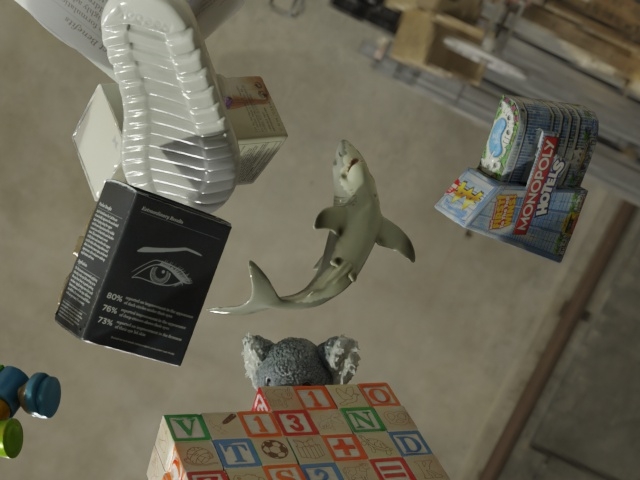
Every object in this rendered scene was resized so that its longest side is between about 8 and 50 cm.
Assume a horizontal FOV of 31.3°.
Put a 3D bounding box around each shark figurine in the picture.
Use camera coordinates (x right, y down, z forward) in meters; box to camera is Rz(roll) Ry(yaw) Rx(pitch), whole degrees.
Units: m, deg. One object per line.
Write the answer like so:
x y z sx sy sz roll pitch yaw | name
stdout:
-0.001 0.028 1.408 0.166 0.278 0.116 46 148 -13 | shark figurine

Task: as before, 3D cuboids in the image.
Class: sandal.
-0.189 -0.187 1.551 0.169 0.102 0.416 6 141 5 | sandal

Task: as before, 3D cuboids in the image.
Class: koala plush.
-0.034 0.232 1.557 0.196 0.221 0.203 -3 -177 18 | koala plush

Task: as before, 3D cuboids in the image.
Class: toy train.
-0.421 0.238 1.359 0.143 0.105 0.248 0 -148 18 | toy train

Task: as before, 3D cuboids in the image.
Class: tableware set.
-0.377 0.029 1.796 0.020 0.141 0.168 19 -153 -7 | tableware set

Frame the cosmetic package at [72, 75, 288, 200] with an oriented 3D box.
-0.223 -0.166 1.826 0.296 0.153 0.129 -9 -115 -38 | cosmetic package

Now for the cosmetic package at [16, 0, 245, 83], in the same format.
-0.236 -0.493 1.626 0.329 0.393 0.327 39 -135 -2 | cosmetic package

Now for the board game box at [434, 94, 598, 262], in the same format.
0.238 -0.071 1.370 0.194 0.194 0.060 0 -155 -38 | board game box

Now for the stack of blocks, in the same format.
-0.031 0.246 1.256 0.297 0.087 0.171 2 -148 -27 | stack of blocks

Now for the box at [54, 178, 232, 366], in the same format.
-0.233 0.042 1.508 0.153 0.207 0.108 22 179 -34 | box
